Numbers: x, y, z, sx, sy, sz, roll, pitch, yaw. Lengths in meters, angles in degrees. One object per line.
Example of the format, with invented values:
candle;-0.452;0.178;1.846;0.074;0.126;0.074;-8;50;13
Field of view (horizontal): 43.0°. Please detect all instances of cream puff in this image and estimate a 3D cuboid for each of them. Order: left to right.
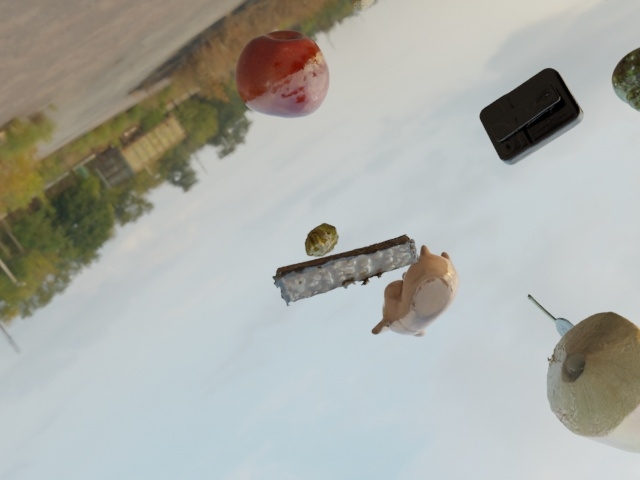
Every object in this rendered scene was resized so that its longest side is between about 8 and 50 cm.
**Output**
cream puff;0.000;0.000;1.701;0.083;0.058;0.083;-43;168;-15

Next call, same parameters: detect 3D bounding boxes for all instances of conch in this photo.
conch;0.792;-0.390;1.943;0.181;0.187;0.124;-56;-142;8

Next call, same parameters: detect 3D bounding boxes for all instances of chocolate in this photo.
chocolate;0.057;0.058;1.835;0.329;0.102;0.065;-16;-141;4

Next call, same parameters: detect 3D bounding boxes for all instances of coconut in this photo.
coconut;0.546;0.266;1.521;0.239;0.244;0.239;-37;-143;35

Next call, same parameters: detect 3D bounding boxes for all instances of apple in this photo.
apple;-0.105;-0.456;2.224;0.261;0.216;0.260;3;-151;-2

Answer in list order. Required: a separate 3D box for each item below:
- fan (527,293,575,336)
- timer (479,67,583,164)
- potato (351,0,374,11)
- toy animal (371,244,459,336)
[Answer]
fan;0.558;0.201;1.862;0.008;0.226;0.152;-41;155;-7
timer;0.429;-0.259;1.673;0.187;0.144;0.055;-34;148;24
potato;0.106;-0.593;1.994;0.040;0.051;0.083;21;-137;31
toy animal;0.248;0.143;2.039;0.154;0.167;0.250;-93;-152;-50
